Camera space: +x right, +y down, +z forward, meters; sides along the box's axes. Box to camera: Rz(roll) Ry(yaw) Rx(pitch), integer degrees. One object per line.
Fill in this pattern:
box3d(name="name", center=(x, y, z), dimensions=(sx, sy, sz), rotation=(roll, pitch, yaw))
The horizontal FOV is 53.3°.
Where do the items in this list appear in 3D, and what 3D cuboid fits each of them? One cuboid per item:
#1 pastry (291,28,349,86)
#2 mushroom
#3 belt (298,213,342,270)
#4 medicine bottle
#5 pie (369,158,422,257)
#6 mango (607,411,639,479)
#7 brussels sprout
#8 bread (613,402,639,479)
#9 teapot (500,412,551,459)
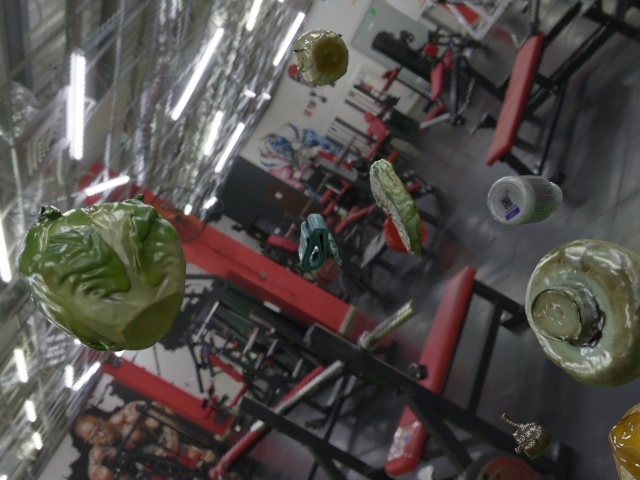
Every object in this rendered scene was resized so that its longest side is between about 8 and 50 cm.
box3d(name="pastry", center=(0.004, -0.525, 1.825), dimensions=(0.088, 0.166, 0.165), rotation=(12, 69, 57))
box3d(name="mushroom", center=(0.640, 0.168, 1.498), dimensions=(0.352, 0.260, 0.352), rotation=(6, 97, 57))
box3d(name="belt", center=(0.001, 0.004, 1.424), dimensions=(0.179, 0.100, 0.065), rotation=(95, 162, -60))
box3d(name="medicine bottle", center=(0.575, -0.114, 1.765), dimensions=(0.215, 0.135, 0.135), rotation=(-7, -36, -40))
box3d(name="pie", center=(0.211, -0.086, 1.693), dimensions=(0.079, 0.277, 0.277), rotation=(-29, 6, 1))
box3d(name="mango", center=(0.697, 0.400, 1.134), dimensions=(0.359, 0.144, 0.187), rotation=(-4, 31, 41))
box3d(name="brussels sprout", center=(-0.366, 0.045, 1.096), dimensions=(0.259, 0.294, 0.227), rotation=(-31, -22, -43))
box3d(name="bread", center=(0.777, 0.472, 1.440), dimensions=(0.224, 0.184, 0.211), rotation=(-52, -31, -56))
box3d(name="teapot", center=(0.437, 0.412, 1.367), dimensions=(0.080, 0.110, 0.085), rotation=(-38, -16, 1))
